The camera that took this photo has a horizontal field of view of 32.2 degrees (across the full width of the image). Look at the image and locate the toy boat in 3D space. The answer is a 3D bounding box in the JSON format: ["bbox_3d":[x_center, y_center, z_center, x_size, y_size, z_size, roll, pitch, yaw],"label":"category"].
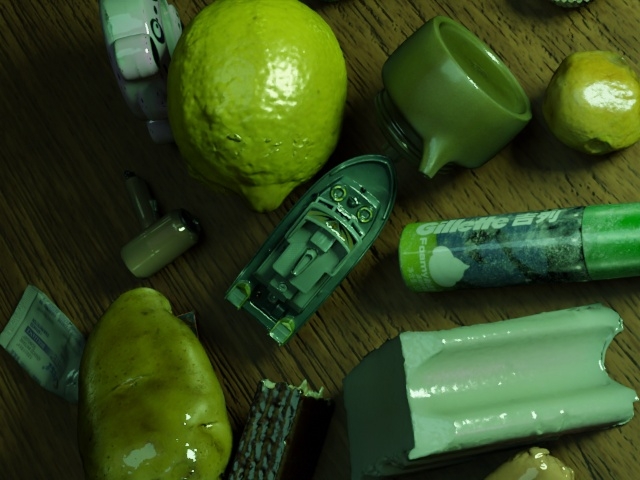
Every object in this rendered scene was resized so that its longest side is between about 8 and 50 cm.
[{"bbox_3d":[-0.002,0.002,1.459,0.114,0.122,0.296,39,111,-3],"label":"toy boat"}]

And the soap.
[{"bbox_3d":[0.195,0.197,1.377,0.302,0.258,0.158,-4,68,-20],"label":"soap"}]

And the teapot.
[{"bbox_3d":[0.148,-0.173,1.425,0.175,0.186,0.267,-41,25,26],"label":"teapot"}]

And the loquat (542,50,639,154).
[{"bbox_3d":[0.338,-0.172,1.363,0.137,0.113,0.137,-1,57,1],"label":"loquat"}]

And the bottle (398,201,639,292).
[{"bbox_3d":[0.264,0.009,1.360,0.330,0.093,0.093,-6,74,26],"label":"bottle"}]

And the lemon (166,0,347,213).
[{"bbox_3d":[-0.086,-0.193,1.506,0.245,0.245,0.319,-5,78,26],"label":"lemon"}]

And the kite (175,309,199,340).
[{"bbox_3d":[-0.218,0.173,1.613,0.190,0.010,0.159,30,93,32],"label":"kite"}]

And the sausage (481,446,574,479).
[{"bbox_3d":[0.178,0.352,1.318,0.289,0.086,0.086,-42,62,13],"label":"sausage"}]

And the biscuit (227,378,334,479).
[{"bbox_3d":[-0.061,0.299,1.443,0.070,0.106,0.252,15,84,28],"label":"biscuit"}]

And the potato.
[{"bbox_3d":[-0.233,0.225,1.497,0.195,0.177,0.369,-50,44,33],"label":"potato"}]

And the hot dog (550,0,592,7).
[{"bbox_3d":[0.363,-0.426,1.434,0.144,0.075,0.267,18,84,30],"label":"hot dog"}]

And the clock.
[{"bbox_3d":[-0.251,-0.277,1.609,0.090,0.248,0.227,-13,70,2],"label":"clock"}]

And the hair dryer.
[{"bbox_3d":[-0.257,-0.042,1.663,0.117,0.064,0.181,-36,58,14],"label":"hair dryer"}]

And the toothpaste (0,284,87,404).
[{"bbox_3d":[-0.395,0.177,1.679,0.099,0.068,0.282,-41,51,-19],"label":"toothpaste"}]
